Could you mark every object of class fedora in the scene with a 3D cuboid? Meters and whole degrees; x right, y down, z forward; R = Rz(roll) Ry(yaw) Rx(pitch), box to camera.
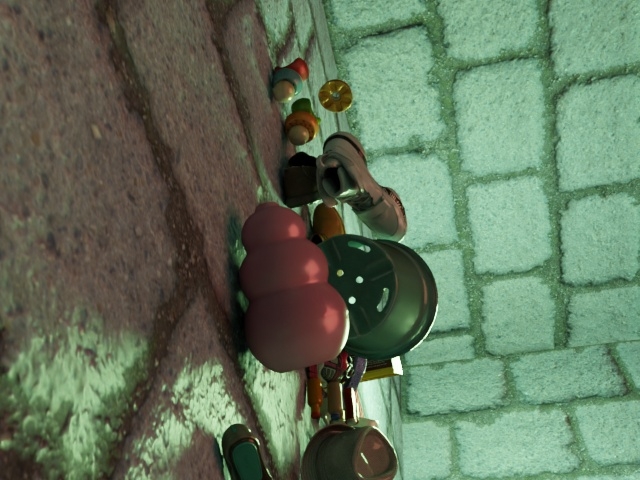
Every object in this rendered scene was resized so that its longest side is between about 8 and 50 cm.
[{"bbox_3d":[0.093,0.544,1.565,0.275,0.124,0.243,-10,64,-55],"label":"fedora"}]

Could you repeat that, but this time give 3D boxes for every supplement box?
[{"bbox_3d":[0.145,0.351,2.100,0.129,0.191,0.194,35,43,-66],"label":"supplement box"}]

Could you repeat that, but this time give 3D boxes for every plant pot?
[{"bbox_3d":[0.108,0.136,1.669,0.334,0.341,0.341,28,54,-69],"label":"plant pot"}]

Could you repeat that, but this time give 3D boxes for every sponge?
[{"bbox_3d":[0.087,0.443,1.945,0.117,0.031,0.210,-67,179,-67],"label":"sponge"}]

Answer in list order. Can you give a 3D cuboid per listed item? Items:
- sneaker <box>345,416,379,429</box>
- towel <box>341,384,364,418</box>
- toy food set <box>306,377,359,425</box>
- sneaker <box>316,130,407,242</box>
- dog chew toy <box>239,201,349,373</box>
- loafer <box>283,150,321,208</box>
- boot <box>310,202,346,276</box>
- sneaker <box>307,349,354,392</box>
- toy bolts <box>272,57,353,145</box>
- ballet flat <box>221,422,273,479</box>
[{"bbox_3d":[0.107,0.654,1.934,0.323,0.130,0.236,93,5,-71],"label":"sneaker"},{"bbox_3d":[0.106,0.582,2.212,0.199,0.031,0.274,-65,143,-68],"label":"towel"},{"bbox_3d":[0.042,0.460,1.731,0.232,0.111,0.104,67,15,-46],"label":"toy food set"},{"bbox_3d":[0.106,-0.115,1.791,0.365,0.137,0.210,56,28,-12],"label":"sneaker"},{"bbox_3d":[-0.068,0.086,1.277,0.206,0.207,0.331,29,44,-77],"label":"dog chew toy"},{"bbox_3d":[-0.022,-0.201,1.882,0.366,0.134,0.130,-65,142,-70],"label":"loafer"},{"bbox_3d":[0.000,0.000,1.982,0.220,0.109,0.283,33,57,-71],"label":"boot"},{"bbox_3d":[0.044,0.366,1.837,0.299,0.112,0.120,48,35,-72],"label":"sneaker"},{"bbox_3d":[-0.038,-0.397,1.847,0.228,0.218,0.158,53,30,-30],"label":"toy bolts"},{"bbox_3d":[-0.117,0.400,1.089,0.068,0.072,0.213,-146,-138,-62],"label":"ballet flat"}]
